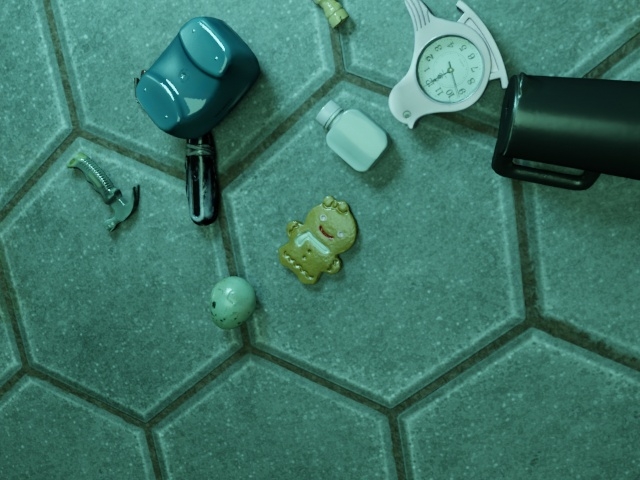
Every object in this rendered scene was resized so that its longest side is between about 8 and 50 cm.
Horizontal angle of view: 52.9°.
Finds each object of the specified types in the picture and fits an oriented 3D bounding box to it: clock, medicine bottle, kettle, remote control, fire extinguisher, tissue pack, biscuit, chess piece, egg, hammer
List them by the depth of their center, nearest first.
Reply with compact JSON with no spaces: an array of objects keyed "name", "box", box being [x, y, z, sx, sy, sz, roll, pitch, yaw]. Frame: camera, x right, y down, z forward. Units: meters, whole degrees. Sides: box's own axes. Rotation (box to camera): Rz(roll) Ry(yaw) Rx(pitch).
[{"name":"kettle","box":[0.548,-0.242,1.398,0.307,0.262,0.203,8,80,7]},{"name":"clock","box":[0.257,-0.423,1.488,0.275,0.080,0.290,-26,95,19]},{"name":"chess piece","box":[0.014,-0.568,1.530,0.066,0.066,0.122,-32,99,20]},{"name":"medicine bottle","box":[0.076,-0.261,1.582,0.183,0.069,0.119,40,114,2]},{"name":"tissue pack","box":[-0.292,-0.394,1.587,0.287,0.206,0.198,-45,80,19]},{"name":"biscuit","box":[-0.001,0.000,1.687,0.184,0.035,0.249,44,110,1]},{"name":"remote control","box":[-0.322,-0.168,1.716,0.090,0.066,0.266,1,104,11]},{"name":"fire extinguisher","box":[-0.481,-0.405,1.719,0.046,0.032,0.100,11,100,1]},{"name":"egg","box":[-0.244,0.174,1.747,0.131,0.131,0.164,33,115,5]},{"name":"hammer","box":[-0.612,-0.154,1.812,0.158,0.041,0.226,-42,90,20]}]
